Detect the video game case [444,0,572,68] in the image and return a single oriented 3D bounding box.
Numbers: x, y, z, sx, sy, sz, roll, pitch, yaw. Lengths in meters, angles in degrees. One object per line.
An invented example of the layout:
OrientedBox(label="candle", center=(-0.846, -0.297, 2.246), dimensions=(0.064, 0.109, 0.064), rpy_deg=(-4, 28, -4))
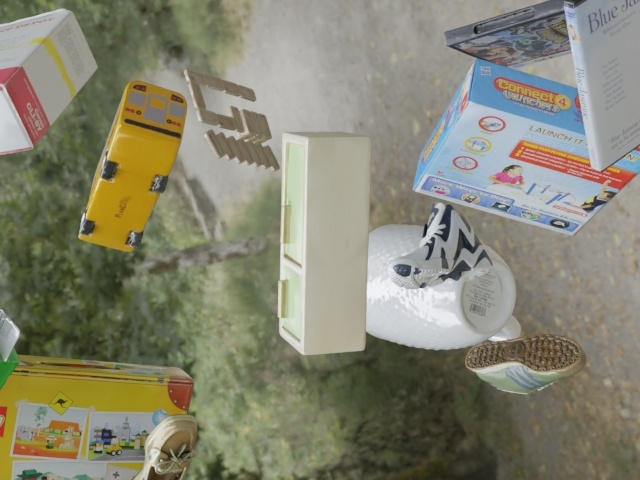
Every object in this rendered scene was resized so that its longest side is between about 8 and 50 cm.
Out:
OrientedBox(label="video game case", center=(0.416, -0.397, 1.848), dimensions=(0.248, 0.275, 0.035), rpy_deg=(-9, 83, 36))

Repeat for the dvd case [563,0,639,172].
OrientedBox(label="dvd case", center=(0.394, -0.231, 1.191), dimensions=(0.022, 0.180, 0.253), rpy_deg=(39, 158, 50))

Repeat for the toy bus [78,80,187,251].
OrientedBox(label="toy bus", center=(-0.327, -0.114, 1.629), dimensions=(0.332, 0.108, 0.130), rpy_deg=(127, 152, -51))

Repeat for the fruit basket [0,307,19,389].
OrientedBox(label="fruit basket", center=(-0.739, 0.189, 1.814), dimensions=(0.353, 0.327, 0.165), rpy_deg=(42, -169, 30))

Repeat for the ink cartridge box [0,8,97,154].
OrientedBox(label="ink cartridge box", center=(-0.704, -0.343, 2.111), dimensions=(0.384, 0.279, 0.160), rpy_deg=(-74, -30, -52))

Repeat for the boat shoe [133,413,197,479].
OrientedBox(label="boat shoe", center=(-0.320, 0.480, 1.976), dimensions=(0.285, 0.105, 0.089), rpy_deg=(-66, 31, 29))

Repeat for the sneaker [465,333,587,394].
OrientedBox(label="sneaker", center=(0.315, 0.187, 1.399), dimensions=(0.192, 0.064, 0.086), rpy_deg=(-9, 138, 42))

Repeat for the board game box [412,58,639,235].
OrientedBox(label="board game box", center=(0.345, -0.143, 1.579), dimensions=(0.302, 0.308, 0.086), rpy_deg=(116, 169, -63))

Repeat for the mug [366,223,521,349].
OrientedBox(label="mug", center=(0.293, 0.131, 2.130), dimensions=(0.374, 0.276, 0.328), rpy_deg=(35, 165, -30))

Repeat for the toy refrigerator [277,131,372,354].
OrientedBox(label="toy refrigerator", center=(0.000, 0.000, 1.203), dimensions=(0.102, 0.094, 0.269), rpy_deg=(-152, 61, -67))

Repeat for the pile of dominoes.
OrientedBox(label="pile of dominoes", center=(-0.188, -0.238, 1.970), dimensions=(0.251, 0.040, 0.196), rpy_deg=(6, -116, -58))

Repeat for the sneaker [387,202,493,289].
OrientedBox(label="sneaker", center=(0.206, 0.002, 1.785), dimensions=(0.094, 0.235, 0.153), rpy_deg=(-51, 52, 54))

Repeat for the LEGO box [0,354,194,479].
OrientedBox(label="LEGO box", center=(-0.573, 0.466, 2.175), dimensions=(0.193, 0.500, 0.372), rpy_deg=(-171, 90, -68))
